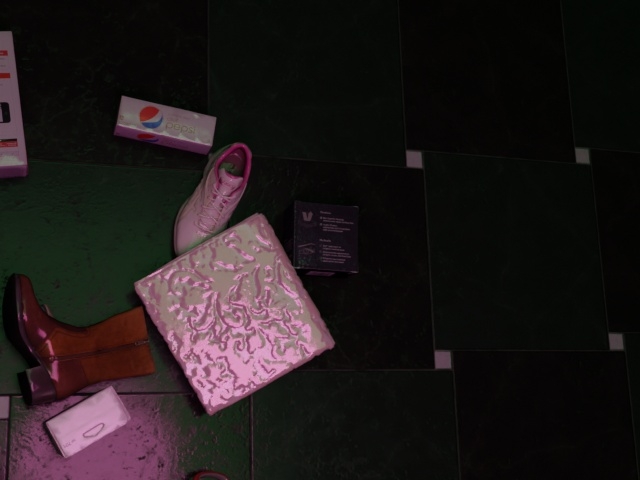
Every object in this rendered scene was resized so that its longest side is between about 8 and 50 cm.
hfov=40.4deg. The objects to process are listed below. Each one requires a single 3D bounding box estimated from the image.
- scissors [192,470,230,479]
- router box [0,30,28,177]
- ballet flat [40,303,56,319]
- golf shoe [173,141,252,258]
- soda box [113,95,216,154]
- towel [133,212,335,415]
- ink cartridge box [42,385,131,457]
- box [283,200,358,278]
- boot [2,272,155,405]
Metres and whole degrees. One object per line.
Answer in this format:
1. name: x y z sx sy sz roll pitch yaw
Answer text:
1. scissors: -0.283 0.505 1.726 0.297 0.021 0.109 18 42 -44
2. router box: -0.790 -0.273 1.786 0.335 0.082 0.301 -5 79 -20
3. ballet flat: -0.551 0.214 1.780 0.052 0.057 0.168 4 78 -48
4. golf shoe: -0.235 -0.087 1.905 0.115 0.140 0.306 24 73 -13
5. soda box: -0.347 -0.256 1.943 0.216 0.069 0.074 11 74 -16
6. towel: -0.180 0.156 1.844 0.317 0.053 0.332 -29 89 -9
7. ink cartridge box: -0.458 0.353 1.695 0.139 0.190 0.082 -29 88 -23
8. box: 0.000 0.000 1.989 0.156 0.093 0.158 5 77 -18
9. boot: -0.476 0.172 1.746 0.280 0.096 0.264 -13 83 -38
